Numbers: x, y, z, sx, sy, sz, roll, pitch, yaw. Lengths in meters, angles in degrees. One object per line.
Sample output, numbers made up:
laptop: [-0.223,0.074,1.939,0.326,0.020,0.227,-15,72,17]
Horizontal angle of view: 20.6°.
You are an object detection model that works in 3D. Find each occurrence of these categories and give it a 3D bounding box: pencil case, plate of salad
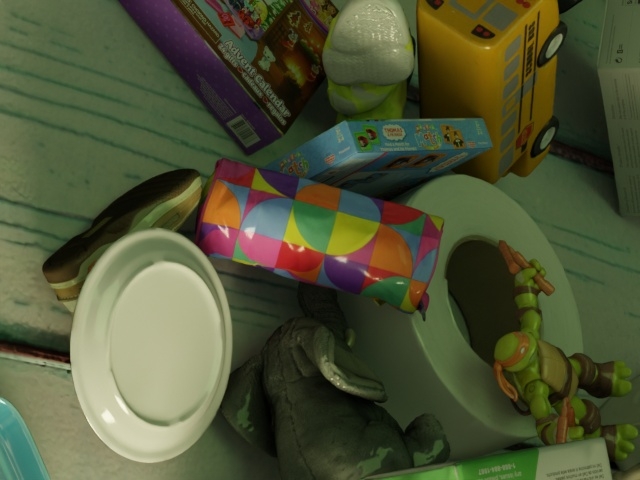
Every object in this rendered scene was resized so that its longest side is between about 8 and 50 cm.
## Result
pencil case: [0.000,0.000,1.631,0.236,0.104,0.104,18,51,-2]
plate of salad: [-0.148,0.089,1.504,0.200,0.048,0.200,2,87,-53]

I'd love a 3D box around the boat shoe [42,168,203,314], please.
boat shoe: [-0.165,0.006,1.553,0.190,0.068,0.072,-40,115,-37]

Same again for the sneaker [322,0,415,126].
sneaker: [0.053,-0.193,1.786,0.091,0.240,0.126,10,53,3]

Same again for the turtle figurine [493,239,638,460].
turtle figurine: [0.229,0.145,1.718,0.217,0.087,0.269,34,34,-44]

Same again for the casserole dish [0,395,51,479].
casserole dish: [-0.258,0.208,1.361,0.114,0.037,0.188,-20,85,-50]

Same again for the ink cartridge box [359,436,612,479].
ink cartridge box: [0.163,0.324,1.482,0.211,0.121,0.289,-1,78,-46]

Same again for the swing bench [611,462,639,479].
swing bench: [0.297,0.355,1.709,0.165,0.253,0.255,4,68,-46]

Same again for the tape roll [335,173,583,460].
tape roll: [0.144,0.078,1.809,0.286,0.100,0.286,23,55,-38]

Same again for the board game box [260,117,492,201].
board game box: [0.044,-0.074,1.735,0.211,0.160,0.039,-4,72,-48]

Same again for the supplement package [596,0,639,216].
supplement package: [0.428,-0.188,2.131,0.262,0.145,0.204,71,26,-47]

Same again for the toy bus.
toy bus: [0.175,-0.166,1.842,0.108,0.333,0.130,35,69,21]

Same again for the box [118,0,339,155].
box: [-0.105,-0.256,1.750,0.293,0.057,0.201,50,41,-16]

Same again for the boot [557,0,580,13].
boot: [0.190,-0.464,2.127,0.367,0.146,0.445,-43,107,-47]

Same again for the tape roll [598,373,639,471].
tape roll: [0.449,0.217,1.950,0.246,0.246,0.169,-36,97,-50]

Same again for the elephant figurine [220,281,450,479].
elephant figurine: [-0.007,0.142,1.599,0.169,0.186,0.239,-27,78,-13]
